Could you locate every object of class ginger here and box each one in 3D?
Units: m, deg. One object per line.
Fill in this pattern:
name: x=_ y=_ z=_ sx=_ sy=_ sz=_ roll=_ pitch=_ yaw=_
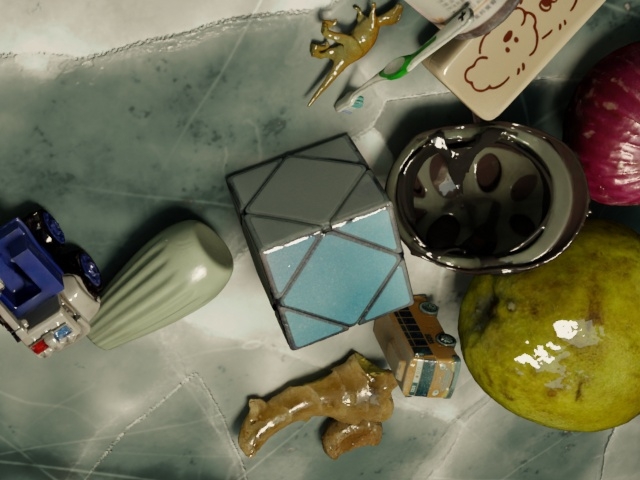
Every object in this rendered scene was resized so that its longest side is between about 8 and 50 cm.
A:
ginger: x=-0.004 y=0.287 z=2.058 sx=0.294 sy=0.086 sz=0.131 roll=-23 pitch=112 yaw=-3

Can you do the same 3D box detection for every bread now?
bread: x=0.054 y=0.334 z=2.133 sx=0.113 sy=0.060 sz=0.082 roll=-12 pitch=127 yaw=-14

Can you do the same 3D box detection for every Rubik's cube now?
Rubik's cube: x=0.000 y=0.000 z=1.787 sx=0.205 sy=0.207 sz=0.205 roll=-20 pitch=128 yaw=-5

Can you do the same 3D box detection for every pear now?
pear: x=0.411 y=0.132 z=1.957 sx=0.413 sy=0.352 sz=0.352 roll=9 pitch=120 yaw=-33

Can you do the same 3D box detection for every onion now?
onion: x=0.489 y=-0.179 z=1.832 sx=0.230 sy=0.272 sz=0.256 roll=3 pitch=86 yaw=-16

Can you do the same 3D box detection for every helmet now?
helmet: x=0.254 y=-0.053 z=1.820 sx=0.305 sy=0.177 sz=0.225 roll=7 pitch=82 yaw=13

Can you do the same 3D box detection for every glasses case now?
glasses case: x=0.302 y=-0.337 z=1.723 sx=0.336 sy=0.076 sz=0.144 roll=-48 pitch=129 yaw=9

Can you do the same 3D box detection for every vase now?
vase: x=-0.251 y=0.075 z=1.806 sx=0.248 sy=0.128 sz=0.128 roll=-36 pitch=129 yaw=18

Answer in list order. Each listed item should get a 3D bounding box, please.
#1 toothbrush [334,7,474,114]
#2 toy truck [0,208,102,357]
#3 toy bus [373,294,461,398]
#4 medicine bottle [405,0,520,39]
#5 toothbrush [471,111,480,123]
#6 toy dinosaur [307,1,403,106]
toothbrush: x=0.111 y=-0.243 z=1.669 sx=0.030 sy=0.030 sz=0.304 roll=16 pitch=152 yaw=-29
toy truck: x=-0.408 y=0.075 z=1.707 sx=0.161 sy=0.177 sz=0.213 roll=-33 pitch=128 yaw=3
toy bus: x=0.156 y=0.174 z=1.981 sx=0.103 sy=0.182 sz=0.091 roll=0 pitch=123 yaw=-18
medicine bottle: x=0.138 y=-0.397 z=1.584 sx=0.273 sy=0.165 sz=0.165 roll=31 pitch=109 yaw=-35
toothbrush: x=0.226 y=-0.242 z=1.813 sx=0.021 sy=0.027 sz=0.269 roll=-26 pitch=130 yaw=-21
toy dinosaur: x=0.049 y=-0.267 z=1.724 sx=0.126 sy=0.039 sz=0.162 roll=-5 pitch=126 yaw=-19
